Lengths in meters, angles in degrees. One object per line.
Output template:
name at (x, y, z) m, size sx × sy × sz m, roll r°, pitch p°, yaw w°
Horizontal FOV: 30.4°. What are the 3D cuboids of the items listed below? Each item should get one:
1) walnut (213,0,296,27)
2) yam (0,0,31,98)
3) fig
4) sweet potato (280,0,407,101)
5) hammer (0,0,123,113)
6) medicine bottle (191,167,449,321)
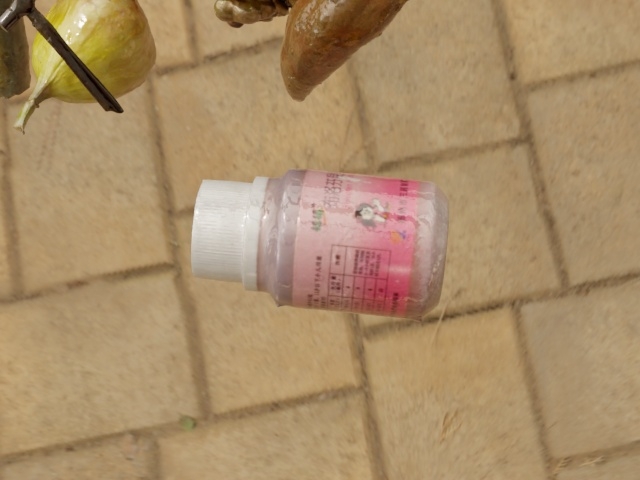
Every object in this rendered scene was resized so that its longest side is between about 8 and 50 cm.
walnut at (-0.063, -0.339, 1.548) m, size 0.069 × 0.143 × 0.170 m, roll 38°, pitch 47°, yaw 25°
yam at (-0.464, -0.348, 1.706) m, size 0.067 × 0.317 × 0.071 m, roll 10°, pitch 41°, yaw 7°
fig at (-0.320, -0.225, 1.531) m, size 0.159 × 0.159 × 0.257 m, roll 24°, pitch 54°, yaw 10°
sweet potato at (0.053, -0.268, 1.211) m, size 0.095 × 0.106 × 0.354 m, roll 50°, pitch 119°, yaw 15°
hammer at (-0.293, -0.209, 1.355) m, size 0.065 × 0.021 × 0.178 m, roll -44°, pitch 114°, yaw -11°
medicine bottle at (0.000, 0.000, 1.174) m, size 0.247 × 0.147 × 0.147 m, roll 6°, pitch 77°, yaw 2°
